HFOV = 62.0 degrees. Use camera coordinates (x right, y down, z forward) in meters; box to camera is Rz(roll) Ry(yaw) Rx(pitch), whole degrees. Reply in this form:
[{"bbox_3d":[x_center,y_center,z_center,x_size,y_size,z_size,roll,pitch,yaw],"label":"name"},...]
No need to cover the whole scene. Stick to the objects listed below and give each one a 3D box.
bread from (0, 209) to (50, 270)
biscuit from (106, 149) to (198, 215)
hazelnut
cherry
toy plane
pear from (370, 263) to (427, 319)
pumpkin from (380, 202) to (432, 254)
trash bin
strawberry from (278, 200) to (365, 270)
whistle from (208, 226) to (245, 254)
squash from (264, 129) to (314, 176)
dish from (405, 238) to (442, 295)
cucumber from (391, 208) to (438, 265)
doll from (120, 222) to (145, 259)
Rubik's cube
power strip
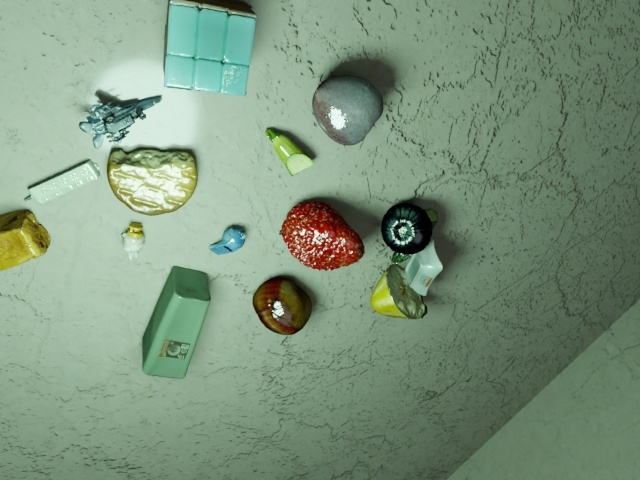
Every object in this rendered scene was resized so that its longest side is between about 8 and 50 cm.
[{"bbox_3d":[-0.949,-0.001,1.656,0.158,0.149,0.143,-15,122,-1],"label":"bread"},{"bbox_3d":[-0.536,-0.186,1.700,0.273,0.091,0.213,2,117,-21],"label":"biscuit"},{"bbox_3d":[-0.155,0.251,2.040,0.229,0.229,0.230,-8,123,-13],"label":"hazelnut"},{"bbox_3d":[0.091,-0.416,1.699,0.266,0.183,0.213,29,101,-33],"label":"cherry"},{"bbox_3d":[-0.580,-0.364,1.583,0.246,0.078,0.169,-23,152,-7],"label":"toy plane"},{"bbox_3d":[0.291,0.233,2.180,0.178,0.267,0.266,-29,130,35],"label":"pear"},{"bbox_3d":[0.326,-0.043,2.017,0.201,0.140,0.202,4,102,22],"label":"pumpkin"},{"bbox_3d":[-0.524,0.293,1.925,0.158,0.223,0.344,13,115,-24],"label":"trash bin"},{"bbox_3d":[0.003,-0.003,1.897,0.260,0.258,0.261,-13,132,-15],"label":"strawberry"},{"bbox_3d":[-0.322,-0.004,1.899,0.157,0.090,0.090,-12,135,39],"label":"whistle"},{"bbox_3d":[-0.110,-0.295,1.777,0.090,0.075,0.200,-25,128,31],"label":"squash"},{"bbox_3d":[0.399,0.109,2.115,0.077,0.151,0.213,1,142,-12],"label":"dish"},{"bbox_3d":[0.372,-0.007,2.116,0.077,0.077,0.265,21,115,-27],"label":"cucumber"},{"bbox_3d":[-0.641,0.002,1.804,0.084,0.073,0.127,21,113,9],"label":"doll"},{"bbox_3d":[-0.311,-0.544,1.468,0.224,0.221,0.231,3,120,-19],"label":"Rubik's cube"},{"bbox_3d":[-0.808,-0.175,1.658,0.252,0.027,0.060,-25,125,-1],"label":"power strip"}]
